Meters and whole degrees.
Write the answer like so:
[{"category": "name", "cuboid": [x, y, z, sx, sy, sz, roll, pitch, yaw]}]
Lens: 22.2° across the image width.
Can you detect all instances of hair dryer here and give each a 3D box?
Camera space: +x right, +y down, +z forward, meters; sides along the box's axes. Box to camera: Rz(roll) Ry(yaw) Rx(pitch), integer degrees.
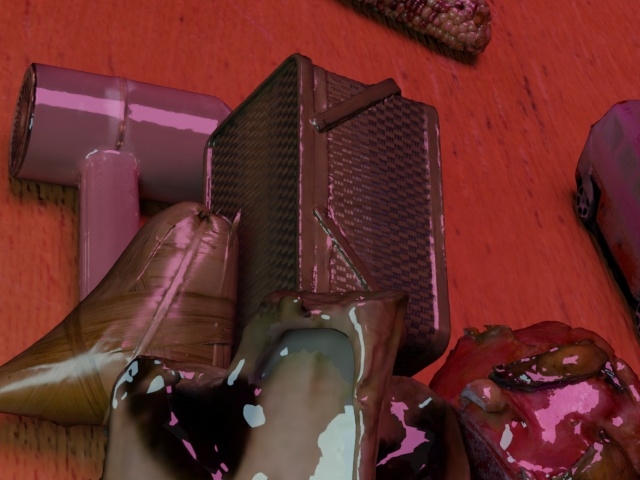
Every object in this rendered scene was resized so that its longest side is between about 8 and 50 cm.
[{"category": "hair dryer", "cuboid": [-0.163, 0.000, 1.371, 0.189, 0.107, 0.344, 10, 47, -19]}]

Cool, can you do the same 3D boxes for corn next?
[{"category": "corn", "cuboid": [0.088, -0.296, 1.862, 0.253, 0.086, 0.086, 31, 37, 9]}]

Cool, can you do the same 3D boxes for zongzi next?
[{"category": "zongzi", "cuboid": [-0.160, 0.057, 1.218, 0.197, 0.099, 0.194, 12, 69, -12]}]

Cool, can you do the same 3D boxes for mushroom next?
[{"category": "mushroom", "cuboid": [-0.024, 0.181, 1.121, 0.217, 0.292, 0.212, -7, -3, 29]}]

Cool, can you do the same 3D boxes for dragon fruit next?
[{"category": "dragon fruit", "cuboid": [0.157, 0.172, 1.209, 0.147, 0.211, 0.282, -12, 46, -32]}]

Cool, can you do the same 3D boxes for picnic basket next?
[{"category": "picnic basket", "cuboid": [0.000, 0.000, 1.321, 0.139, 0.165, 0.266, 18, 54, -28]}]

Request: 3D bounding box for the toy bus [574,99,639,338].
[{"category": "toy bus", "cuboid": [0.354, -0.008, 1.595, 0.127, 0.147, 0.302, 2, 40, -17]}]
